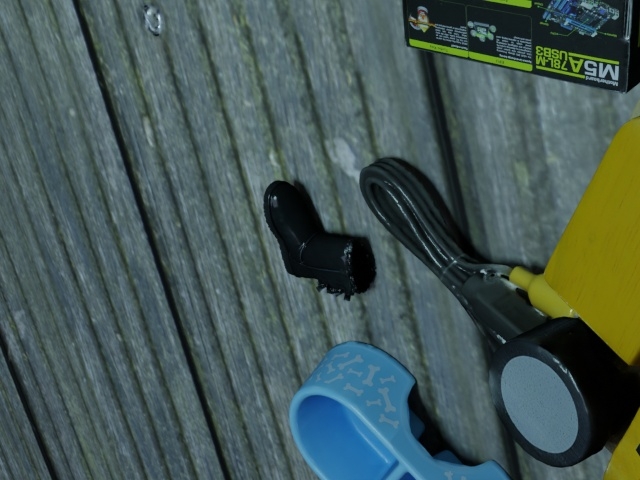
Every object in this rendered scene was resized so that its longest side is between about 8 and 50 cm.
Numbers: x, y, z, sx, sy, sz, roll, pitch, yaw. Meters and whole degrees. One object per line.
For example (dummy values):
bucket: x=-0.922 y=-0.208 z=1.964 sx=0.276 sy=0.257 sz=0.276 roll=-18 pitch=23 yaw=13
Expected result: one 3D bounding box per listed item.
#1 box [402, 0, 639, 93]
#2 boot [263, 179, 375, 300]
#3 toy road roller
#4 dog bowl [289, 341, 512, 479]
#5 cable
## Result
box: x=0.141 y=-0.210 z=0.777 sx=0.190 sy=0.045 sz=0.184 roll=19 pitch=133 yaw=35
boot: x=0.000 y=0.000 z=1.099 sx=0.099 sy=0.045 sz=0.121 roll=16 pitch=132 yaw=42
toy road roller: x=0.281 y=0.060 z=0.691 sx=0.240 sy=0.202 sz=0.330 roll=47 pitch=141 yaw=32
dog bowl: x=0.084 y=0.243 z=1.150 sx=0.297 sy=0.074 sz=0.166 roll=45 pitch=139 yaw=13
cable: x=0.148 y=0.033 z=0.984 sx=0.287 sy=0.072 sz=0.139 roll=46 pitch=158 yaw=32
